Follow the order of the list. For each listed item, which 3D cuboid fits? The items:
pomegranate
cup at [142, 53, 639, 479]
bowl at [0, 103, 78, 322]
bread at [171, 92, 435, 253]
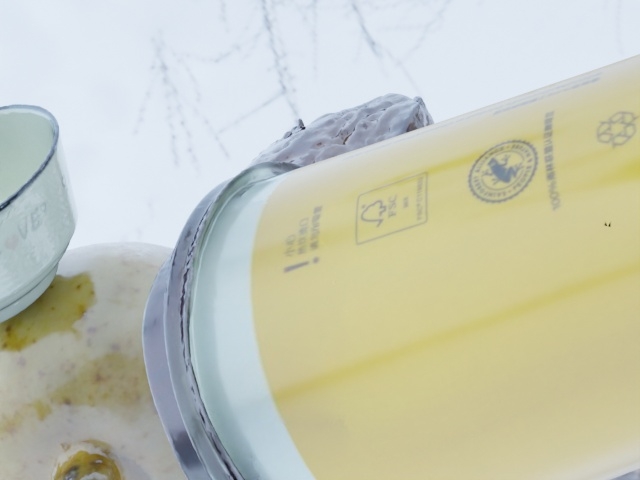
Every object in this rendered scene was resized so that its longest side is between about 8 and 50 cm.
[{"bbox_3d":[-0.195,0.165,1.194,0.342,0.342,0.342,-30,168,-7],"label":"pomegranate"},{"bbox_3d":[0.077,0.027,0.512,0.279,0.196,0.196,-22,174,30],"label":"cup"},{"bbox_3d":[-0.313,-0.004,1.084,0.237,0.126,0.238,-15,-148,10],"label":"bowl"},{"bbox_3d":[-0.007,0.001,0.848,0.232,0.135,0.247,-24,-158,30],"label":"bread"}]
